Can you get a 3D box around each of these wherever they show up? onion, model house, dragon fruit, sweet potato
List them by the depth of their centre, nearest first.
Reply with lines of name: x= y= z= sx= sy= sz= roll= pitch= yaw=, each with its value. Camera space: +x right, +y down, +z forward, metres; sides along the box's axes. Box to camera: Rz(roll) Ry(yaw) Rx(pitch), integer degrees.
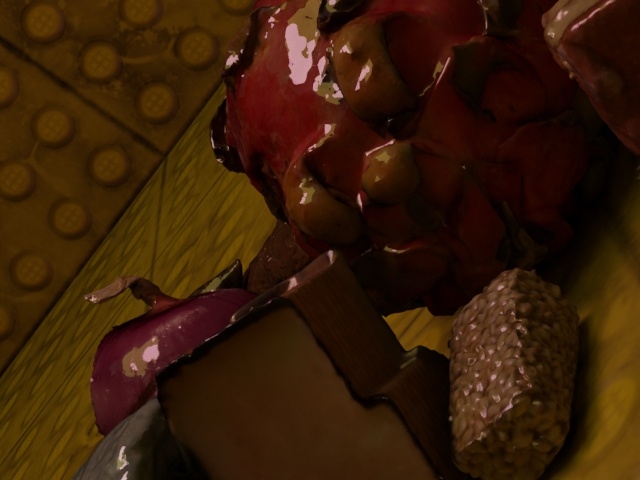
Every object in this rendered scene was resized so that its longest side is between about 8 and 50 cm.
model house: x=0.008 y=0.114 z=1.323 sx=0.166 sy=0.183 sz=0.172 roll=-33 pitch=1 yaw=26
dragon fruit: x=0.069 y=-0.081 z=1.445 sx=0.314 sy=0.296 sz=0.263 roll=-57 pitch=13 yaw=28
onion: x=-0.103 y=0.123 z=1.808 sx=0.201 sy=0.200 sz=0.207 roll=-56 pitch=-27 yaw=-5
sweet potato: x=-0.003 y=0.003 z=1.941 sx=0.114 sy=0.092 sz=0.341 roll=-43 pitch=2 yaw=-42

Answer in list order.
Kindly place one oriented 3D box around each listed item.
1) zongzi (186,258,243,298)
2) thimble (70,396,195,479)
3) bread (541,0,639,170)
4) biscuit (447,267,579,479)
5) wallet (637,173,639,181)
zongzi: x=-0.143 y=0.109 z=2.101 sx=0.241 sy=0.111 sz=0.248 roll=-61 pitch=10 yaw=6
thimble: x=-0.095 y=0.236 z=1.389 sx=0.172 sy=0.205 sz=0.250 roll=-43 pitch=44 yaw=38
bread: x=0.253 y=-0.171 z=1.308 sx=0.244 sy=0.123 sz=0.190 roll=-51 pitch=13 yaw=-17
biscuit: x=0.126 y=0.090 z=1.272 sx=0.082 sy=0.070 sz=0.168 roll=-52 pitch=14 yaw=29
wallet: x=0.278 y=-0.084 z=1.276 sx=0.103 sy=0.020 sz=0.196 roll=-52 pitch=10 yaw=-12
